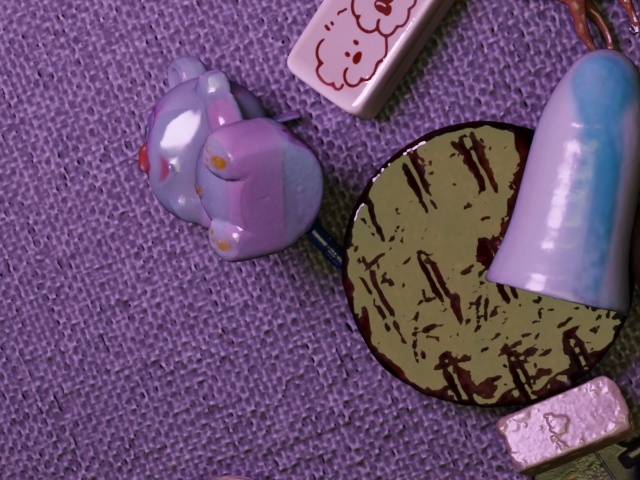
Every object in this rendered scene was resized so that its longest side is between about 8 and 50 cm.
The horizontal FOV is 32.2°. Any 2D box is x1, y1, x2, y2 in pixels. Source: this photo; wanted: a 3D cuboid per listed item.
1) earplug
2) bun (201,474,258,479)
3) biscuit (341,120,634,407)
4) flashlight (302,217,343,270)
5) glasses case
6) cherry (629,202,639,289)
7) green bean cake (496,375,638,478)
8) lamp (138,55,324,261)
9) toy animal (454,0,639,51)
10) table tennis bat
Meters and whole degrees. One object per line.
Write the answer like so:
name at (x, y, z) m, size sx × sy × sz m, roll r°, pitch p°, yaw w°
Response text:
earplug at (0.337, -0.083, 1.412) m, size 0.185 × 0.185 × 0.324 m, roll 13°, pitch 90°, yaw 7°
bun at (-0.136, 0.475, 1.624) m, size 0.259 × 0.152 × 0.259 m, roll 1°, pitch 95°, yaw 10°
biscuit at (0.232, 0.035, 1.555) m, size 0.407 × 0.091 × 0.407 m, roll 1°, pitch 96°, yaw 6°
flashlight at (0.000, 0.000, 1.612) m, size 0.121 × 0.057 × 0.035 m, roll 46°, pitch 136°, yaw -5°
glasses case at (0.100, -0.338, 1.522) m, size 0.144 × 0.076 × 0.336 m, roll 37°, pitch 100°, yaw 21°
cherry at (0.525, 0.031, 1.432) m, size 0.221 × 0.261 × 0.307 m, roll -34°, pitch 133°, yaw 5°
green bean cake at (0.343, 0.261, 1.541) m, size 0.179 × 0.109 × 0.085 m, roll -24°, pitch 67°, yaw 10°
lamp at (-0.108, -0.113, 1.502) m, size 0.247 × 0.301 × 0.247 m, roll -18°, pitch 118°, yaw -27°
toy animal at (0.318, -0.339, 1.517) m, size 0.224 × 0.066 × 0.230 m, roll -39°, pitch 92°, yaw 24°
table tennis bat at (0.415, 0.327, 1.592) m, size 0.236 × 0.027 × 0.150 m, roll -35°, pitch 89°, yaw 12°
